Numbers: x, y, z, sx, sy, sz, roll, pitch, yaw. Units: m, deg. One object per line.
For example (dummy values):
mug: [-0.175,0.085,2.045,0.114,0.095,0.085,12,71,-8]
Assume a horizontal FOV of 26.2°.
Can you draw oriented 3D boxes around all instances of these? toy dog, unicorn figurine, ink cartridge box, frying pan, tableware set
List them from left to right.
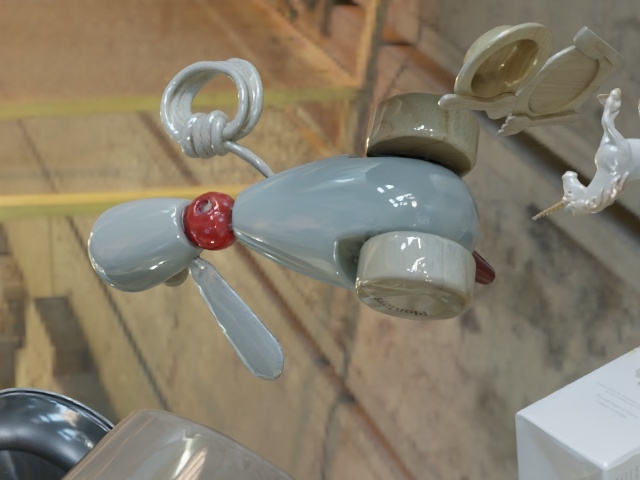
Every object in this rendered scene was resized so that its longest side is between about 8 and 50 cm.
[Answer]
frying pan: [-0.206,0.268,1.135,0.053,0.197,0.326,-49,-47,-57]
toy dog: [0.000,0.000,1.051,0.334,0.161,0.220,15,70,39]
tableware set: [0.134,-0.110,0.679,0.168,0.141,0.020,-48,59,29]
unicorn figurine: [0.274,-0.078,1.237,0.060,0.162,0.111,149,120,-79]
ink cartridge box: [0.200,0.112,0.735,0.067,0.198,0.115,30,134,49]

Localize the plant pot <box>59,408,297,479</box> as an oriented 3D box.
plant pot: [-0.106,0.238,0.841,0.229,0.263,0.263,-59,12,-22]
